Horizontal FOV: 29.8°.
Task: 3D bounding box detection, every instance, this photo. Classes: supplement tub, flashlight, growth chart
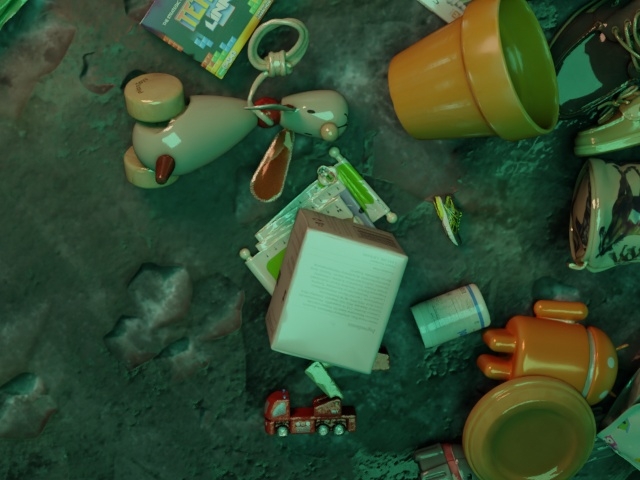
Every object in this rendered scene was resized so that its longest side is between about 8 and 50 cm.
[{"bbox_3d":[0.196,0.114,1.816,0.107,0.071,0.071,-21,103,1],"label":"supplement tub"},{"bbox_3d":[0.299,0.329,1.855,0.304,0.103,0.103,-16,103,0],"label":"flashlight"},{"bbox_3d":[0.000,0.000,1.802,0.172,0.021,0.237,42,96,-13],"label":"growth chart"}]

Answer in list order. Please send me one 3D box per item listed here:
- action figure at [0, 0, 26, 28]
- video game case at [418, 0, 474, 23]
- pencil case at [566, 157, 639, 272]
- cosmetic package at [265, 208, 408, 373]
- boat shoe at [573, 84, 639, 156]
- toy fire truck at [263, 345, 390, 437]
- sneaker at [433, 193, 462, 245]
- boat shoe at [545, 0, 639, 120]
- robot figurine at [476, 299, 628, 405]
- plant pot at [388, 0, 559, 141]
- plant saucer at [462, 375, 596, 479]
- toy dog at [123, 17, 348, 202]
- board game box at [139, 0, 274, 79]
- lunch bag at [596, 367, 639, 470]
[{"bbox_3d":[-0.471,-0.330,1.670,0.232,0.063,0.137,-40,100,8],"label":"action figure"},{"bbox_3d":[0.185,-0.430,1.725,0.173,0.022,0.190,35,97,-11],"label":"video game case"},{"bbox_3d":[0.560,-0.027,1.770,0.410,0.160,0.183,2,77,-6],"label":"pencil case"},{"bbox_3d":[0.019,0.071,1.731,0.151,0.151,0.183,16,100,-9],"label":"cosmetic package"},{"bbox_3d":[0.490,-0.204,1.765,0.285,0.104,0.089,-25,99,-10],"label":"boat shoe"},{"bbox_3d":[0.009,0.228,1.836,0.192,0.047,0.135,-1,102,-4],"label":"toy fire truck"},{"bbox_3d":[0.199,-0.032,1.805,0.035,0.031,0.083,-23,103,0],"label":"sneaker"},{"bbox_3d":[0.455,-0.309,1.718,0.355,0.130,0.132,-44,102,5],"label":"boat shoe"},{"bbox_3d":[0.351,0.180,1.814,0.219,0.128,0.158,9,59,-7],"label":"robot figurine"},{"bbox_3d":[0.206,-0.223,1.678,0.188,0.205,0.205,-15,105,29],"label":"plant pot"},{"bbox_3d":[0.310,0.294,1.769,0.200,0.037,0.200,-2,112,-4],"label":"plant saucer"},{"bbox_3d":[-0.124,-0.145,1.673,0.334,0.161,0.220,-22,133,4],"label":"toy dog"},{"bbox_3d":[-0.151,-0.337,1.703,0.141,0.048,0.170,32,97,-12],"label":"board game box"},{"bbox_3d":[0.562,0.254,1.757,0.223,0.160,0.262,36,101,4],"label":"lunch bag"}]
